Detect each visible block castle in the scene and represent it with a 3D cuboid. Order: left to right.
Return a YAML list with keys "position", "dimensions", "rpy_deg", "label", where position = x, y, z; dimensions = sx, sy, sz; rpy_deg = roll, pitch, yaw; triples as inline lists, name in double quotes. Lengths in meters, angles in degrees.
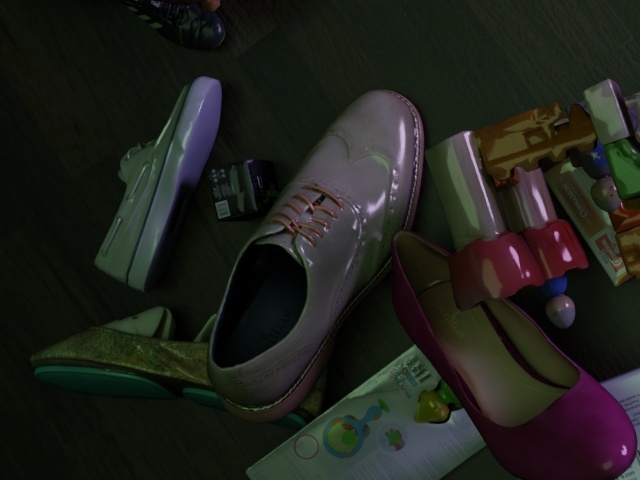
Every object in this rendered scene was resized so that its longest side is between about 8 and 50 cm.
- position: [0.349, -0.057, 1.687]
  dimensions: [0.453, 0.303, 0.213]
  rpy_deg: [-19, 87, 18]
  label: "block castle"

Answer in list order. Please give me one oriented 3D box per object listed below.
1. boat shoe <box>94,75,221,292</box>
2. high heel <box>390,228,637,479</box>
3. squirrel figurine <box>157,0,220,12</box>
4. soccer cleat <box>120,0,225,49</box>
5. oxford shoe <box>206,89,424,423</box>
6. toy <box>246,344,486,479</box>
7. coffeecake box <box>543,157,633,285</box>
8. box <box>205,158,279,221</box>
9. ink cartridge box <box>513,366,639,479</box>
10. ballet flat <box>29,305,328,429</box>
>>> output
- position: [-0.188, -0.071, 2.043]
  dimensions: [0.084, 0.095, 0.258]
  rpy_deg: [23, 96, 12]
  label: "boat shoe"
- position: [0.172, 0.114, 1.780]
  dimensions: [0.127, 0.377, 0.181]
  rpy_deg: [-37, 116, -12]
  label: "high heel"
- position: [-0.227, -0.406, 1.964]
  dimensions: [0.397, 0.281, 0.370]
  rpy_deg: [-24, 76, 34]
  label: "squirrel figurine"
- position: [-0.190, -0.270, 2.052]
  dimensions: [0.179, 0.072, 0.060]
  rpy_deg: [33, 100, 15]
  label: "soccer cleat"
- position: [0.000, 0.000, 1.912]
  dimensions: [0.140, 0.146, 0.397]
  rpy_deg: [19, 74, 17]
  label: "oxford shoe"
- position: [0.054, 0.230, 1.980]
  dimensions: [0.237, 0.056, 0.137]
  rpy_deg: [-37, 95, 7]
  label: "toy"
- position: [0.349, -0.061, 1.881]
  dimensions: [0.185, 0.068, 0.142]
  rpy_deg: [-35, 81, 15]
  label: "coffeecake box"
- position: [-0.084, -0.055, 2.014]
  dimensions: [0.052, 0.083, 0.062]
  rpy_deg: [-14, 87, 19]
  label: "box"
- position: [0.336, 0.283, 1.859]
  dimensions: [0.211, 0.121, 0.289]
  rpy_deg: [-23, 83, 16]
  label: "ink cartridge box"
- position: [-0.154, 0.132, 2.034]
  dimensions: [0.348, 0.123, 0.123]
  rpy_deg: [7, 93, 19]
  label: "ballet flat"
